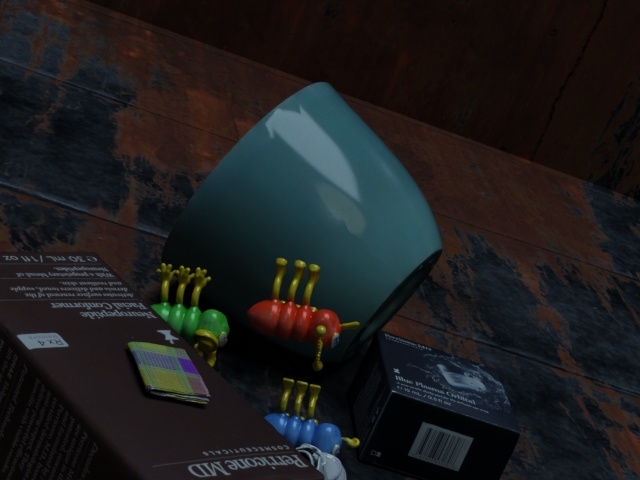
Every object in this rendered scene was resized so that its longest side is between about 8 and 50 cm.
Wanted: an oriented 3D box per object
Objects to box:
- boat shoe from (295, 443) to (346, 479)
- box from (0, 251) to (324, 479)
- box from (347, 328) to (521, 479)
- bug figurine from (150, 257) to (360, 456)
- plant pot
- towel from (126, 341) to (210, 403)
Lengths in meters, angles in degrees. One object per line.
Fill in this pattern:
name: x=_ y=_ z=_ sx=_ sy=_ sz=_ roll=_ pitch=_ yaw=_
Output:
boat shoe: x=-0.023 y=0.228 z=1.445 sx=0.066 sy=0.063 sz=0.184 roll=33 pitch=21 yaw=26
box: x=-0.197 y=0.157 z=1.331 sx=0.191 sy=0.143 sz=0.381 roll=2 pitch=30 yaw=-47
box: x=0.122 y=0.190 z=1.670 sx=0.156 sy=0.093 sz=0.158 roll=19 pitch=19 yaw=-12
bug figurine: x=-0.068 y=0.128 z=1.484 sx=0.216 sy=0.279 sz=0.072 roll=10 pitch=50 yaw=10
plant pot: x=0.000 y=0.000 z=1.767 sx=0.235 sy=0.293 sz=0.293 roll=41 pitch=23 yaw=10
towel: x=-0.132 y=0.113 z=1.299 sx=0.060 sy=0.009 sz=0.083 roll=12 pitch=21 yaw=-27
